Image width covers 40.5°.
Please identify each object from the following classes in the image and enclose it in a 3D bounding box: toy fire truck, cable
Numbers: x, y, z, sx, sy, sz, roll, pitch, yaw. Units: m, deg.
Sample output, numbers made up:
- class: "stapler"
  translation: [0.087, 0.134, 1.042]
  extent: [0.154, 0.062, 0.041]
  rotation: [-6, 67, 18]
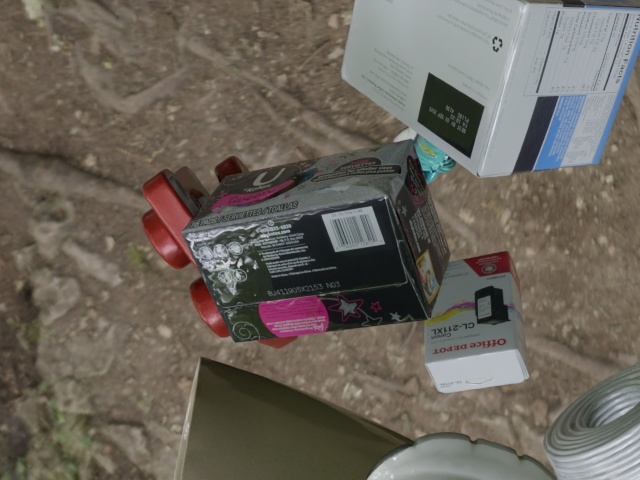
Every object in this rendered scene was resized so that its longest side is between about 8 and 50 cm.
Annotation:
- class: "toy fire truck"
  translation: [-0.132, 0.028, 1.207]
  extent: [0.169, 0.254, 0.302]
  rotation: [-32, 99, 6]
- class: "cable"
  translation: [0.440, 0.264, 1.241]
  extent: [0.257, 0.257, 0.089]
  rotation: [-35, 90, 0]

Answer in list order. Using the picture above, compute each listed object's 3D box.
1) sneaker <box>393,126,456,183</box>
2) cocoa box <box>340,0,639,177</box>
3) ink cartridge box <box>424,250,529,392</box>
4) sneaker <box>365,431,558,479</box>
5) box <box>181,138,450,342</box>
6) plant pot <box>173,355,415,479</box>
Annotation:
- class: "sneaker"
  translation: [0.218, -0.178, 1.552]
  extent: [0.107, 0.275, 0.110]
  rotation: [-18, 82, -12]
- class: "cocoa box"
  translation: [0.225, -0.267, 1.191]
  extent: [0.347, 0.228, 0.231]
  rotation: [46, 134, 46]
- class: "ink cartridge box"
  translation: [0.213, 0.111, 1.201]
  extent: [0.127, 0.175, 0.072]
  rotation: [-12, 134, 18]
- class: "sneaker"
  translation: [0.161, 0.204, 0.461]
  extent: [0.297, 0.129, 0.111]
  rotation: [11, 133, 2]
- class: "box"
  translation: [0.000, 0.000, 0.983]
  extent: [0.247, 0.142, 0.163]
  rotation: [-10, 118, 24]
- class: "plant pot"
  translation: [0.000, 0.254, 0.792]
  extent: [0.274, 0.256, 0.256]
  rotation: [10, 109, -7]
